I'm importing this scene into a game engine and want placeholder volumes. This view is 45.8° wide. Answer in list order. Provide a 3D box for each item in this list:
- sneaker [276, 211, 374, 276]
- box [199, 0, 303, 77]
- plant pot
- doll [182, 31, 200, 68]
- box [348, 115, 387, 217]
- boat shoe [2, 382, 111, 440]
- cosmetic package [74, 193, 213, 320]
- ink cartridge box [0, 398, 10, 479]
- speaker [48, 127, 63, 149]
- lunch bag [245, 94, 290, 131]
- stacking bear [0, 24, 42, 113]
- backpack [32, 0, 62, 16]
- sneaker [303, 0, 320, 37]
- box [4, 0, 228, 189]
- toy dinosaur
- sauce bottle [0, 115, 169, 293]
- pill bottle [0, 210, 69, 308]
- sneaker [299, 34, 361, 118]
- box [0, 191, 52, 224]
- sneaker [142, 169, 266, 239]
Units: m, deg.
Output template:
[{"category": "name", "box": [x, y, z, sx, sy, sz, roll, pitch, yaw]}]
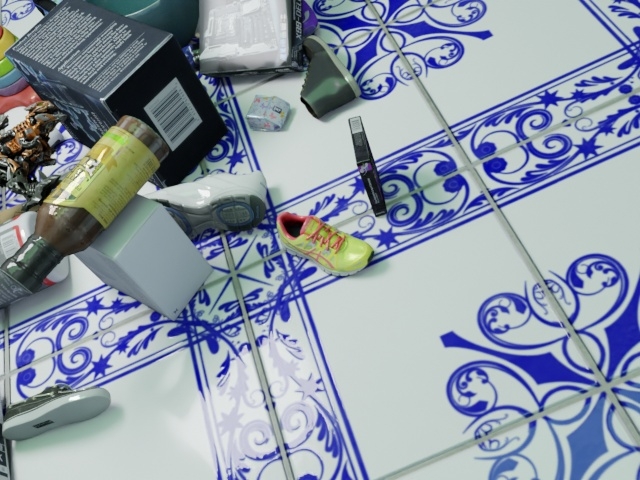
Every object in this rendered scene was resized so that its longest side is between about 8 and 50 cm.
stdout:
[{"category": "sneaker", "box": [0.000, 0.000, 1.398, 0.208, 0.094, 0.081, 15, 61, 28]}, {"category": "box", "box": [-0.162, -0.543, 1.769, 0.242, 0.076, 0.307, 1, 93, 22]}, {"category": "plant pot", "box": [-0.423, -0.586, 1.929, 0.290, 0.195, 0.290, -11, 52, 14]}, {"category": "doll", "box": [-0.304, -0.465, 1.888, 0.189, 0.046, 0.129, -13, 62, 11]}, {"category": "box", "box": [0.089, -0.136, 1.419, 0.029, 0.162, 0.116, -14, 52, 7]}, {"category": "boat shoe", "box": [-0.485, 0.298, 1.385, 0.219, 0.078, 0.070, -19, 52, 10]}, {"category": "cosmetic package", "box": [-0.364, 0.010, 1.451, 0.225, 0.224, 0.138, 24, 67, 33]}, {"category": "ink cartridge box", "box": [-0.664, 0.378, 1.396, 0.165, 0.065, 0.332, -32, 51, 7]}, {"category": "speaker", "box": [-0.701, -0.225, 1.868, 0.055, 0.055, 0.136, 26, 68, 34]}, {"category": "lunch bag", "box": [-0.114, -0.282, 1.678, 0.083, 0.053, 0.071, 12, 62, 18]}, {"category": "stacking bear", "box": [-0.860, -0.493, 1.975, 0.175, 0.289, 0.164, -9, 53, 16]}, {"category": "backpack", "box": [-0.711, -0.673, 2.159, 0.158, 0.117, 0.173, -44, 51, -13]}, {"category": "sneaker", "box": [-0.107, -0.596, 1.842, 0.102, 0.146, 0.293, -32, 50, -4]}, {"category": "box", "box": [-0.452, -0.332, 1.692, 0.395, 0.293, 0.212, 28, 69, 35]}, {"category": "toy dinosaur", "box": [-0.666, -0.151, 1.677, 0.218, 0.164, 0.322, 38, 105, 4]}, {"category": "sauce bottle", "box": [-0.404, -0.061, 1.301, 0.111, 0.111, 0.344, 22, 66, 33]}, {"category": "pill bottle", "box": [-0.690, 0.066, 1.582, 0.283, 0.161, 0.161, -24, 50, 4]}, {"category": "sneaker", "box": [-0.014, -0.366, 1.678, 0.118, 0.083, 0.222, -33, 51, -3]}, {"category": "box", "box": [-0.705, -0.016, 1.739, 0.201, 0.021, 0.164, -20, 51, 8]}, {"category": "sneaker", "box": [-0.241, -0.078, 1.564, 0.297, 0.111, 0.129, -2, 39, 16]}]
